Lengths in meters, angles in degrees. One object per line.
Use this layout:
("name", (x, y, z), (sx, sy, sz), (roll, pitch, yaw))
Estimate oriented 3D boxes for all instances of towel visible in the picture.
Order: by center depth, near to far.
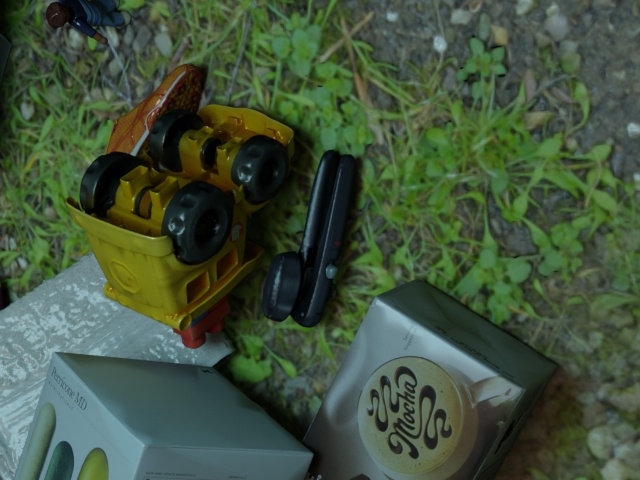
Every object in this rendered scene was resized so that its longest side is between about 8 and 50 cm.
("towel", (-0.256, 0.124, 1.459), (0.282, 0.049, 0.187), (-35, 81, -5))

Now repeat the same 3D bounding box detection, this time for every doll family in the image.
("doll family", (-0.280, -0.288, 1.448), (0.193, 0.111, 0.076), (41, 112, 16))

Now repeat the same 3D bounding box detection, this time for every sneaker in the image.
("sneaker", (-0.191, -0.124, 1.455), (0.067, 0.064, 0.175), (48, 111, 24))

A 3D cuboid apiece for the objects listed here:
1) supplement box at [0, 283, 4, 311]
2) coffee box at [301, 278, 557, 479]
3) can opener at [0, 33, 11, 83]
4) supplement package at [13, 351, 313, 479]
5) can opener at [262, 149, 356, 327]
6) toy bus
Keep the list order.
("supplement box", (-0.422, 0.143, 1.581), (0.104, 0.081, 0.188), (-4, 95, 38))
("coffee box", (0.079, 0.211, 1.330), (0.168, 0.119, 0.297), (33, 110, 18))
("can opener", (-0.434, -0.125, 1.582), (0.095, 0.076, 0.283), (42, 117, 51))
("supplement package", (-0.175, 0.274, 1.327), (0.199, 0.198, 0.262), (33, 107, 49))
("can opener", (0.000, 0.000, 1.380), (0.059, 0.073, 0.186), (23, 97, 30))
("toy bus", (-0.123, -0.005, 1.385), (0.149, 0.220, 0.211), (19, 135, 35))
